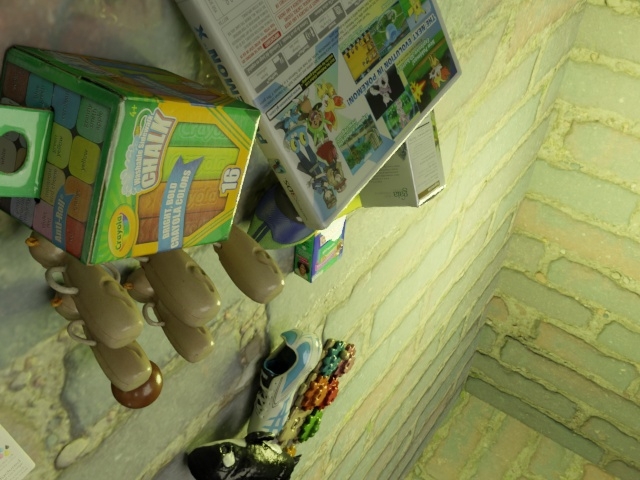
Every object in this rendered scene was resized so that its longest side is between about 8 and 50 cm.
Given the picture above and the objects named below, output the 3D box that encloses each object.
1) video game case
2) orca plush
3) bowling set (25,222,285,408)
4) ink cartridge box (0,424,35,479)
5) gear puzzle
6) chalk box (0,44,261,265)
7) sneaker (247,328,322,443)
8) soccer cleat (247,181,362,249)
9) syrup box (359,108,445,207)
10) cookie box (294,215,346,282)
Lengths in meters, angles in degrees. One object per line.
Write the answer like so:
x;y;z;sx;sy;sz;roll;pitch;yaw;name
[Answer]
0.025;-0.229;0.710;0.329;0.036;0.300;-49;125;-29;video game case
-0.113;0.415;1.078;0.151;0.102;0.287;-29;145;1;orca plush
-0.193;0.065;0.641;0.200;0.154;0.287;-49;162;20;bowling set
-0.333;0.171;0.517;0.115;0.067;0.198;-46;150;-32;ink cartridge box
-0.017;0.371;1.358;0.339;0.044;0.175;-62;156;-3;gear puzzle
-0.172;-0.070;0.514;0.213;0.132;0.133;-15;128;-59;chalk box
-0.080;0.252;1.098;0.086;0.085;0.237;16;109;-31;sneaker
-0.008;-0.058;0.935;0.121;0.093;0.289;-41;173;31;soccer cleat
0.098;-0.168;0.883;0.096;0.093;0.237;-34;117;-47;syrup box
0.000;0.000;1.029;0.092;0.040;0.107;-39;146;-40;cookie box
